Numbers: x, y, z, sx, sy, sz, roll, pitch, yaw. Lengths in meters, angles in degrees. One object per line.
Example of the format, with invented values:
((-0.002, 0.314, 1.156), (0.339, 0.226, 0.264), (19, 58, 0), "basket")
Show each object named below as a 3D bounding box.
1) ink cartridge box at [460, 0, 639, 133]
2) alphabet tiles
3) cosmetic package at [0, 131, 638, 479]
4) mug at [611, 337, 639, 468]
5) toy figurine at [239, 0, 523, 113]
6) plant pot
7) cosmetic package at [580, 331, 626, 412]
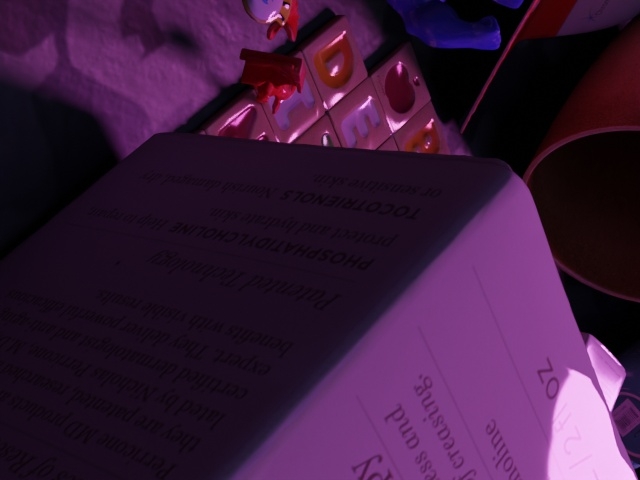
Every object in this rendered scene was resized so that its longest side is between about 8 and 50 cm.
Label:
((0.283, -0.273, 1.103), (0.091, 0.308, 0.385), (34, 62, 5), "ink cartridge box")
((0.000, 0.000, 1.038), (0.342, 0.011, 0.285), (-44, 123, -33), "alphabet tiles")
((-0.064, 0.184, 0.763), (0.394, 0.327, 0.329), (-46, 125, -28), "cosmetic package")
((0.346, 0.179, 1.327), (0.097, 0.129, 0.158), (-26, 113, -37), "mug")
((0.092, -0.247, 0.906), (0.191, 0.217, 0.362), (72, 30, -76), "toy figurine")
((0.332, -0.111, 1.233), (0.237, 0.237, 0.254), (52, 46, -36), "plant pot")
((0.171, 0.191, 1.161), (0.085, 0.117, 0.231), (40, 68, -39), "cosmetic package")
